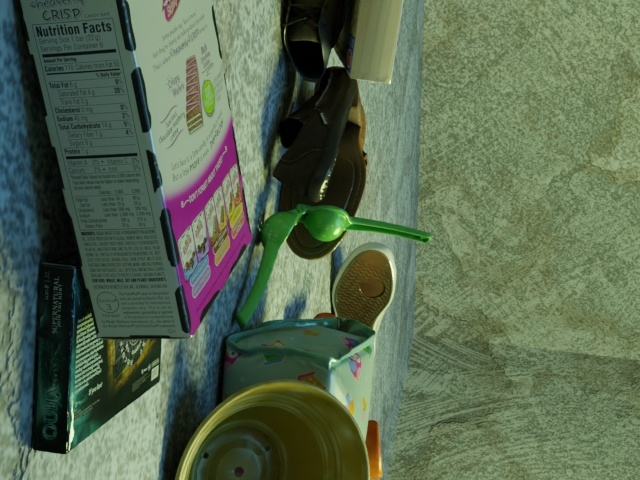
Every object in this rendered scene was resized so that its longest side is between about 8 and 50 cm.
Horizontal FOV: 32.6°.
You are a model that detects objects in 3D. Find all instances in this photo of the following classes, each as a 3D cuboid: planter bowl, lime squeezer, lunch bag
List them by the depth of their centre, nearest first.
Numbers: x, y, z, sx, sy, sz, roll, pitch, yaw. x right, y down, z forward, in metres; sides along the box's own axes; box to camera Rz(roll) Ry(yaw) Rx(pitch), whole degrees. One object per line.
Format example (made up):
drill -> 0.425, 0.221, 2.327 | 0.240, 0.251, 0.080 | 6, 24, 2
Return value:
planter bowl -> -0.065, 0.240, 1.094 | 0.090, 0.217, 0.217 | 4, -92, 59
lunch bag -> -0.019, 0.208, 1.285 | 0.262, 0.160, 0.223 | -15, 110, -74
lime squeezer -> 0.000, 0.000, 1.312 | 0.310, 0.110, 0.059 | -22, 145, -38

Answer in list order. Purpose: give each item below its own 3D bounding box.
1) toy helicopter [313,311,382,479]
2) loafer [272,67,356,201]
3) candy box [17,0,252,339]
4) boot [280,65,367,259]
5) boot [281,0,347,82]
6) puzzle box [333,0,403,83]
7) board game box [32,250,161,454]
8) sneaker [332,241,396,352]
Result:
toy helicopter -> 0.008, 0.196, 1.638 | 0.355, 0.140, 0.235 | -89, 174, -75
loafer -> -0.009, -0.144, 1.344 | 0.220, 0.078, 0.080 | -76, -176, -46
candy box -> -0.113, -0.073, 0.724 | 0.159, 0.071, 0.233 | -64, 150, -63
boot -> 0.010, -0.072, 1.509 | 0.220, 0.109, 0.283 | 84, 8, -66
boot -> -0.002, -0.289, 1.306 | 0.219, 0.082, 0.106 | 83, 13, -59
puzzle box -> 0.066, -0.363, 1.425 | 0.409, 0.052, 0.272 | -101, -162, -75
board game box -> -0.153, 0.064, 0.788 | 0.186, 0.026, 0.126 | -34, 128, -77
sneaker -> 0.072, 0.092, 1.949 | 0.123, 0.106, 0.290 | -79, -179, -48
